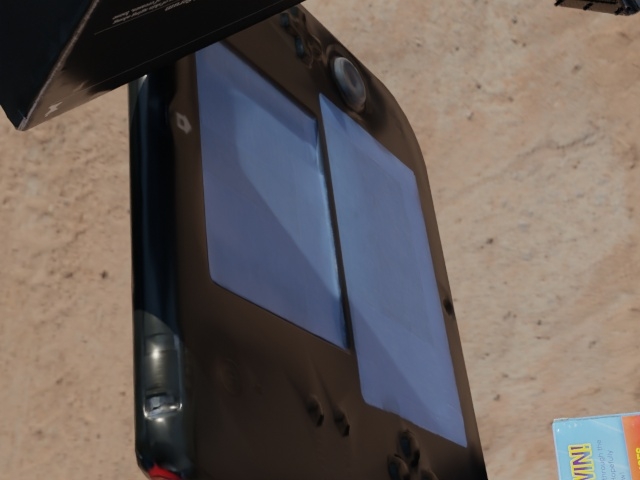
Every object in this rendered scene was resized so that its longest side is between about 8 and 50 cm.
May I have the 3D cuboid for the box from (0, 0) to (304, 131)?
[{"bbox_3d":[-0.031,-0.175,0.439,0.103,0.261,0.184,53,141,2],"label":"box"}]

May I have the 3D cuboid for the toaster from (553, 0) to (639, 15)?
[{"bbox_3d":[0.293,-0.348,1.069,0.110,0.185,0.168,-39,23,-3],"label":"toaster"}]

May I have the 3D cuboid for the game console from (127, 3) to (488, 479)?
[{"bbox_3d":[0.000,0.000,0.628,0.060,0.342,0.386,-21,58,21],"label":"game console"}]

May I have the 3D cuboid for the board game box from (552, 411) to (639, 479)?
[{"bbox_3d":[0.338,0.271,0.700,0.302,0.086,0.308,-8,58,14],"label":"board game box"}]
